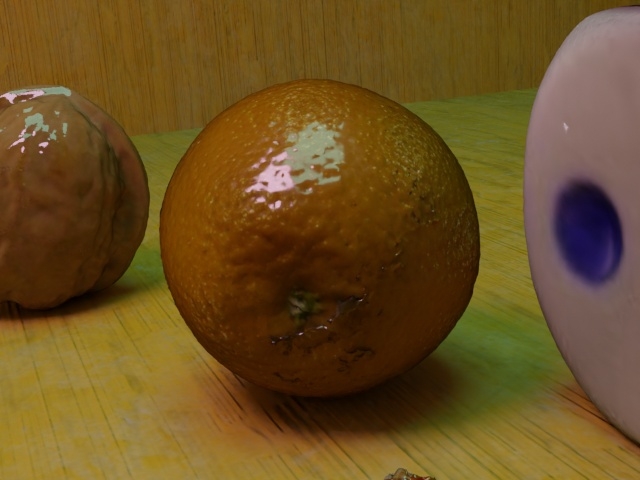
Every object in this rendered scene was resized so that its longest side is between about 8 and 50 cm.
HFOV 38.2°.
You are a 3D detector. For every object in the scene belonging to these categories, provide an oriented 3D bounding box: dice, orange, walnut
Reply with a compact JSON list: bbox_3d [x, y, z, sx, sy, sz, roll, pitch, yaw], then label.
[{"bbox_3d":[0.331,-0.013,0.640,0.276,0.304,0.304,-10,16,-22],"label":"dice"},{"bbox_3d":[0.000,0.000,0.766,0.274,0.274,0.274,-4,15,1],"label":"orange"},{"bbox_3d":[-0.319,-0.051,1.066,0.257,0.257,0.224,-5,14,-5],"label":"walnut"}]

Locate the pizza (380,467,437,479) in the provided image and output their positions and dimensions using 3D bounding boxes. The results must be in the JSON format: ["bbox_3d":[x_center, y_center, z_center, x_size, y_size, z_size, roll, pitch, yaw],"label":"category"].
[{"bbox_3d":[0.048,0.164,0.596,0.083,0.025,0.078,-6,17,-5],"label":"pizza"}]
